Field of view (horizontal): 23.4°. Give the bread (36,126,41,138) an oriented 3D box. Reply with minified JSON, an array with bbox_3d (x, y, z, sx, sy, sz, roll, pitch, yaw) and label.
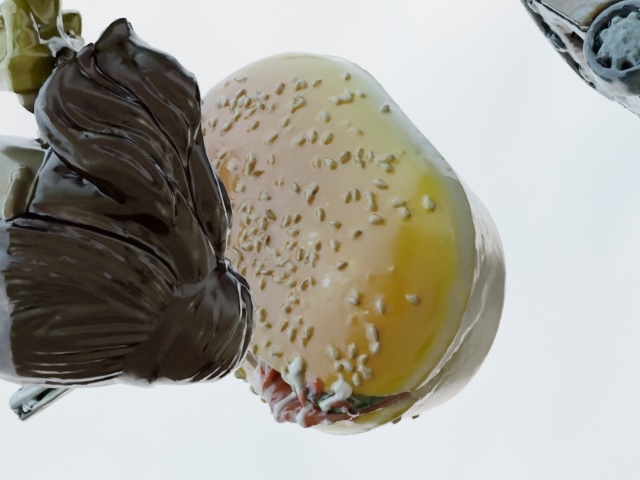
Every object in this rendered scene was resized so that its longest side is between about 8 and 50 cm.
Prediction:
[{"bbox_3d":[-0.223,-0.091,1.749,0.261,0.160,0.147,71,-147,-49],"label":"bread"}]

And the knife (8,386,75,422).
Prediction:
[{"bbox_3d":[-0.280,0.152,1.903,0.265,0.041,0.073,-32,9,20],"label":"knife"}]

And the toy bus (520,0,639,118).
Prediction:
[{"bbox_3d":[0.295,-0.114,0.947,0.194,0.323,0.162,-49,-40,2],"label":"toy bus"}]

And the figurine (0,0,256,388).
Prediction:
[{"bbox_3d":[-0.105,-0.094,0.645,0.168,0.187,0.315,3,-83,-17],"label":"figurine"}]

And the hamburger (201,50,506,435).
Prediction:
[{"bbox_3d":[0.000,0.000,1.103,0.151,0.295,0.227,13,-60,-44],"label":"hamburger"}]
